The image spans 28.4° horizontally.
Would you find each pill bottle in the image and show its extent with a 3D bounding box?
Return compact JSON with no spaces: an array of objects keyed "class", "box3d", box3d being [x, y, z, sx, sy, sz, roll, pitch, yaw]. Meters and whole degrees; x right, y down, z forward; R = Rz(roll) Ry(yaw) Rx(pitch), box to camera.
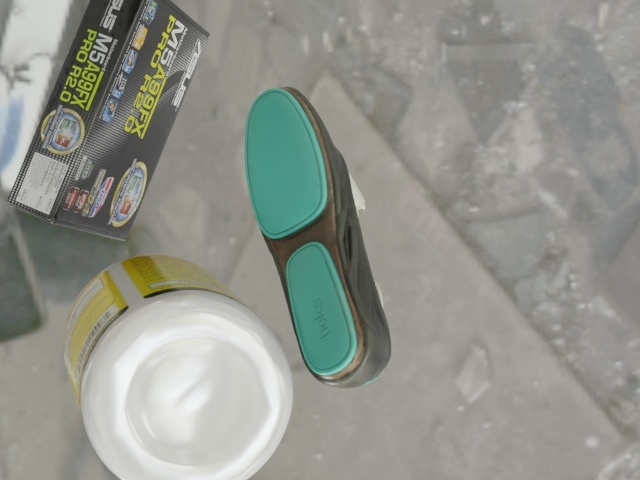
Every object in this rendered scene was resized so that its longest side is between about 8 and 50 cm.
[{"class":"pill bottle","box3d":[-0.153,0.116,1.242,0.334,0.188,0.188,-150,58,-73]}]

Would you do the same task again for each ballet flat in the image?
[{"class":"ballet flat","box3d":[0.000,0.000,1.126,0.095,0.096,0.280,-23,69,29]}]

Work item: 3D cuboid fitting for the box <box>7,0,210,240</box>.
[{"class":"box","box3d":[-0.227,-0.142,1.400,0.060,0.216,0.270,22,89,13]}]
